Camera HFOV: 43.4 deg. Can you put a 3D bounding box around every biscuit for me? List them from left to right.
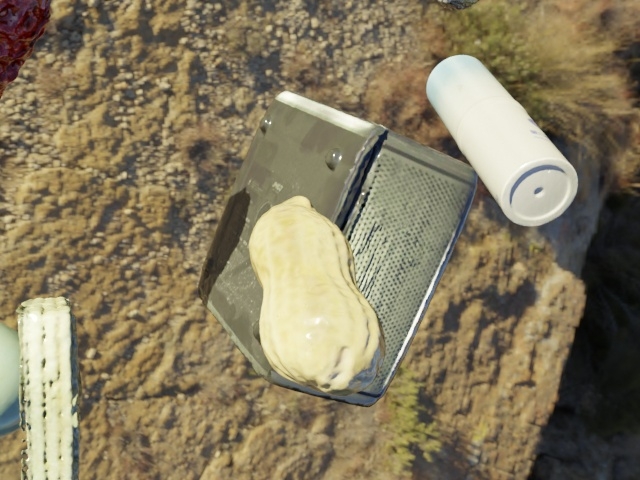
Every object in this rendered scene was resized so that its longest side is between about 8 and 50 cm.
[{"bbox_3d":[-0.232,0.126,0.695,0.052,0.252,0.150,-1,89,-19],"label":"biscuit"}]

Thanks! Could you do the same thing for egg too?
[{"bbox_3d":[-0.483,0.182,1.076,0.231,0.168,0.167,18,81,-13],"label":"egg"}]

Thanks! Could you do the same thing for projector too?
[{"bbox_3d":[0.000,0.000,1.285,0.242,0.395,0.405,19,99,-30],"label":"projector"}]

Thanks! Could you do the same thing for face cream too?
[{"bbox_3d":[0.180,-0.113,0.837,0.077,0.250,0.077,-6,125,-9],"label":"face cream"}]

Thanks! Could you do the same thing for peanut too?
[{"bbox_3d":[-0.015,0.056,0.823,0.124,0.256,0.123,-10,131,-12],"label":"peanut"}]

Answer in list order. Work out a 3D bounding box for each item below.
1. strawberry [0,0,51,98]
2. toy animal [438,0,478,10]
[{"bbox_3d":[-0.494,-0.277,0.997,0.295,0.345,0.317,-49,122,-51],"label":"strawberry"},{"bbox_3d":[0.234,-0.445,1.417,0.098,0.137,0.098,2,76,-6],"label":"toy animal"}]
